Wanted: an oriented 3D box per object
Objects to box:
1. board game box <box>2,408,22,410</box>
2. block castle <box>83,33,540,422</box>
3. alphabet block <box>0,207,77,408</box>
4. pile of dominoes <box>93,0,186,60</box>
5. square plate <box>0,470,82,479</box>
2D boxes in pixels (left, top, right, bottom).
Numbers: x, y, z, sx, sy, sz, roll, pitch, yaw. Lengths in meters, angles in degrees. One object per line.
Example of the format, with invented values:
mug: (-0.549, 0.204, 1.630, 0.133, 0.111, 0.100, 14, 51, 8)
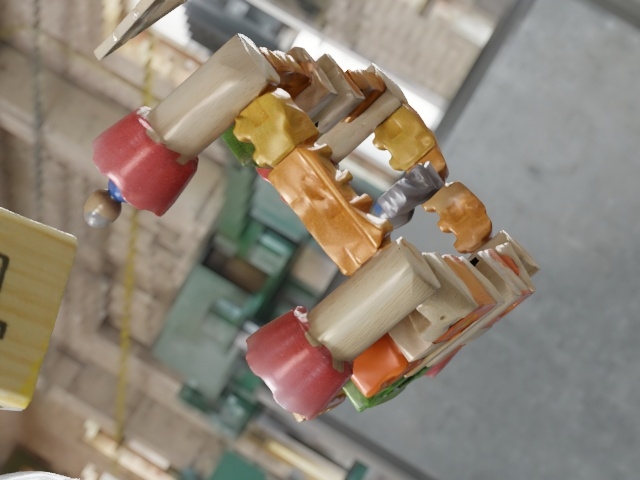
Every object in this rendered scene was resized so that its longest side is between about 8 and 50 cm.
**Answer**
board game box: (-0.539, 0.189, 2.658, 0.305, 0.193, 0.053, -1, 80, 62)
block castle: (0.000, 0.000, 1.744, 0.213, 0.303, 0.453, -41, -11, 15)
alphabet block: (-0.399, 0.059, 2.033, 0.192, 0.197, 0.193, -4, 67, 57)
pile of dominoes: (-0.061, -0.223, 1.345, 0.196, 0.040, 0.251, -38, 5, -23)
square plate: (-0.389, 0.270, 1.402, 0.344, 0.049, 0.347, -38, -14, 24)
